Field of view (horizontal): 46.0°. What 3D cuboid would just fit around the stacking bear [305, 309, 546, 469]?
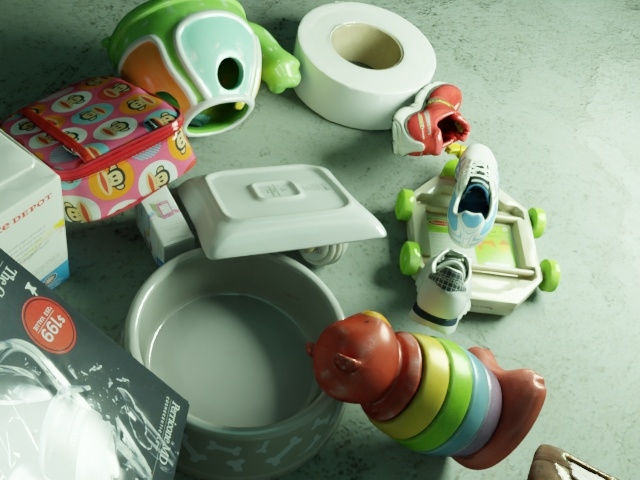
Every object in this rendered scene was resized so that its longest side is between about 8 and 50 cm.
[{"bbox_3d":[0.119,0.184,0.987,0.289,0.175,0.164,27,87,-26],"label":"stacking bear"}]

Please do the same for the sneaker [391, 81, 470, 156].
[{"bbox_3d":[0.224,-0.215,1.399,0.118,0.107,0.279,12,33,23],"label":"sneaker"}]

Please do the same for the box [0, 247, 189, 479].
[{"bbox_3d":[-0.319,0.229,0.735,0.312,0.179,0.343,47,23,-26],"label":"box"}]

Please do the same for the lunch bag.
[{"bbox_3d":[-0.362,-0.138,1.157,0.258,0.120,0.293,-34,41,-26],"label":"lunch bag"}]

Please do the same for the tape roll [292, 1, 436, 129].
[{"bbox_3d":[0.082,-0.354,1.513,0.286,0.100,0.286,7,51,-9],"label":"tape roll"}]

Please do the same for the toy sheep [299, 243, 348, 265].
[{"bbox_3d":[0.000,0.000,1.213,0.091,0.091,0.132,33,28,12],"label":"toy sheep"}]

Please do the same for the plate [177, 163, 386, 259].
[{"bbox_3d":[-0.070,-0.062,1.194,0.278,0.045,0.277,-7,26,-18],"label":"plate"}]

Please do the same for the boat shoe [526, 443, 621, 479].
[{"bbox_3d":[0.443,0.375,1.016,0.342,0.123,0.123,20,51,9],"label":"boat shoe"}]

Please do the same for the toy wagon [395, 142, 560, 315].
[{"bbox_3d":[0.264,-0.028,1.322,0.267,0.068,0.344,7,50,-10],"label":"toy wagon"}]

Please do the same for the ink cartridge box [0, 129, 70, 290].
[{"bbox_3d":[-0.461,-0.013,1.005,0.168,0.232,0.171,35,51,13],"label":"ink cartridge box"}]

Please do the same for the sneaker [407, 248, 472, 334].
[{"bbox_3d":[0.187,0.053,1.091,0.090,0.095,0.235,16,18,6],"label":"sneaker"}]

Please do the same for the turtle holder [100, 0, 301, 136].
[{"bbox_3d":[-0.208,-0.304,1.338,0.227,0.243,0.320,63,21,14],"label":"turtle holder"}]

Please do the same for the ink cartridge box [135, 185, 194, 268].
[{"bbox_3d":[-0.242,-0.017,1.162,0.052,0.088,0.122,-18,58,-23],"label":"ink cartridge box"}]

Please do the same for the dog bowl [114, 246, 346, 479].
[{"bbox_3d":[-0.116,0.153,1.053,0.349,0.102,0.349,7,51,-9],"label":"dog bowl"}]

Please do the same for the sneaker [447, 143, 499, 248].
[{"bbox_3d":[0.266,-0.089,1.272,0.085,0.086,0.237,17,48,1],"label":"sneaker"}]
